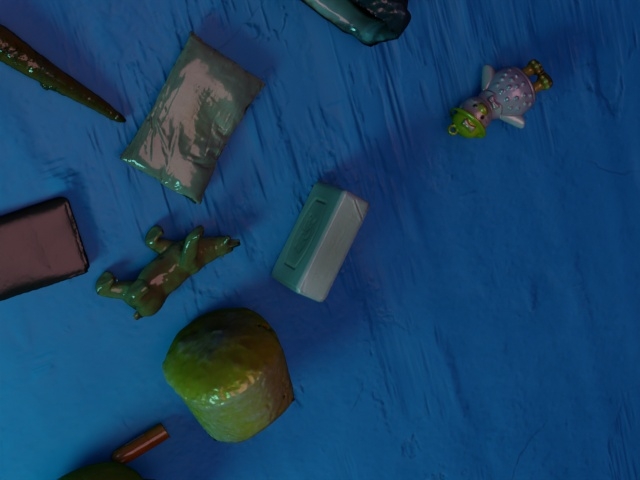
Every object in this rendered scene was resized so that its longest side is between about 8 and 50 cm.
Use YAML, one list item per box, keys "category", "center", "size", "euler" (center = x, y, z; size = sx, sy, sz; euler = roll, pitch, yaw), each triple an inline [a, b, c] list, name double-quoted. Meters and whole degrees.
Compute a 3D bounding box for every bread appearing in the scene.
- category: "bread"
  center: [-0.142, 0.212, 1.525]
  size: [0.197, 0.197, 0.170]
  euler: [-30, 124, -14]

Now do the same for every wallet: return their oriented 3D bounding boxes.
- category: "wallet"
  center: [-0.479, 0.027, 1.426]
  size: [0.244, 0.025, 0.124]
  euler: [-19, 105, -16]

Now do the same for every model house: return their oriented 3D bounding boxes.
- category: "model house"
  center: [0.069, -0.485, 1.464]
  size: [0.253, 0.184, 0.291]
  euler: [32, 84, -20]

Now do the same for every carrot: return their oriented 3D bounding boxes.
- category: "carrot"
  center: [-0.392, -0.241, 1.397]
  size: [0.254, 0.049, 0.049]
  euler: [32, 88, -29]

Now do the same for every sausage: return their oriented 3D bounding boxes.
- category: "sausage"
  center: [-0.300, 0.339, 1.563]
  size: [0.107, 0.031, 0.031]
  euler: [-31, 111, -12]

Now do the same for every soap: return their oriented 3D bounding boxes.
- category: "soap"
  center: [0.000, 0.000, 1.563]
  size: [0.064, 0.121, 0.183]
  euler: [25, 90, -25]

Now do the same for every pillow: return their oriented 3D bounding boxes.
- category: "pillow"
  center: [-0.196, -0.188, 1.483]
  size: [0.148, 0.050, 0.229]
  euler: [30, 86, -29]

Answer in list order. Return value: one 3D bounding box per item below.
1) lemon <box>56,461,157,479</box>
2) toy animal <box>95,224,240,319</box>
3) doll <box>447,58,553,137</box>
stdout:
- category: "lemon"
  center: [-0.357, 0.447, 1.484]
  size: [0.248, 0.184, 0.184]
  euler: [-21, 108, -17]
- category: "toy animal"
  center: [-0.235, 0.043, 1.503]
  size: [0.218, 0.103, 0.101]
  euler: [-45, 133, -10]
- category: "doll"
  center: [0.305, -0.241, 1.658]
  size: [0.207, 0.081, 0.129]
  euler: [-33, 93, -10]
